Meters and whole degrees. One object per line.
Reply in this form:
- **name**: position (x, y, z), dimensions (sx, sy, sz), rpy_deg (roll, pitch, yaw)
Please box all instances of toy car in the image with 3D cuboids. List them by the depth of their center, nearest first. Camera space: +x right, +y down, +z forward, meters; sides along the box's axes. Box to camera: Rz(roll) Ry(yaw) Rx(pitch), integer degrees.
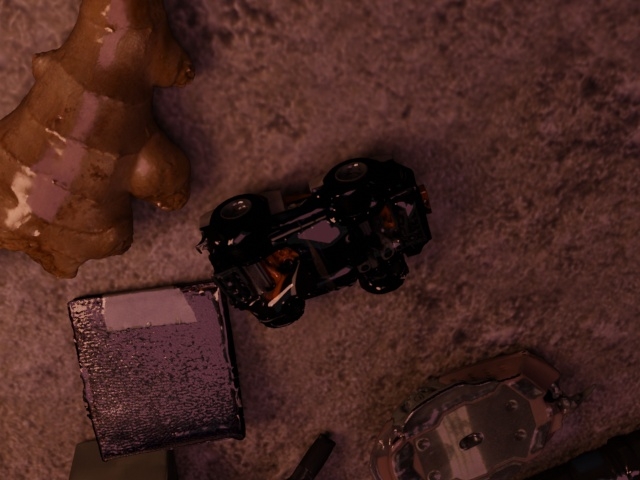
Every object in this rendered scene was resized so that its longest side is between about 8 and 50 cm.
- **toy car**: position (0.001, -0.001, 0.869), dimensions (0.301, 0.118, 0.193), rpy_deg (-20, 125, 2)

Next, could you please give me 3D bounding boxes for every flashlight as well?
- **flashlight**: position (0.434, 0.428, 1.140), dimensions (0.424, 0.103, 0.103), rpy_deg (-24, 116, 5)

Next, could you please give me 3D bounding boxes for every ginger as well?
- **ginger**: position (-0.240, -0.126, 0.757), dimensions (0.236, 0.166, 0.375), rpy_deg (37, 112, -12)

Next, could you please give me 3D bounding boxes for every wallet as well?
- **wallet**: position (-0.231, 0.189, 0.961), dimensions (0.221, 0.071, 0.262), rpy_deg (-7, 109, -3)

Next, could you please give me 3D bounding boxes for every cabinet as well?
- **cabinet**: position (-0.291, 0.427, 1.019), dimensions (0.145, 0.150, 0.206), rpy_deg (-8, 117, -8)

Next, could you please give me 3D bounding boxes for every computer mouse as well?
- **computer mouse**: position (0.249, 0.278, 1.042), dimensions (0.389, 0.115, 0.199), rpy_deg (-20, 107, -10)

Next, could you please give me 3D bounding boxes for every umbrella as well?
- **umbrella**: position (-0.083, 0.449, 1.016), dimensions (0.118, 0.118, 0.340), rpy_deg (48, 67, -24)
